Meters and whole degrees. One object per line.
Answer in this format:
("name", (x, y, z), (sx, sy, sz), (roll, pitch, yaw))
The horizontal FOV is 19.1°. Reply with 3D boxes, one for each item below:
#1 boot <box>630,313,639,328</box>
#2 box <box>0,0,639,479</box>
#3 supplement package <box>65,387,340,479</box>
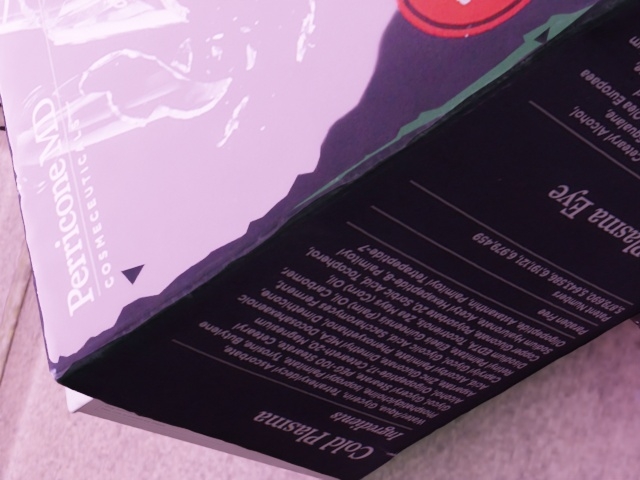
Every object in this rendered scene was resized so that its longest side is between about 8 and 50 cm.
("boot", (0.227, 0.019, 0.819), (0.198, 0.077, 0.137), (36, 97, 34))
("box", (0.037, -0.137, 0.723), (0.312, 0.179, 0.343), (-34, 53, 26))
("supplement package", (0.000, 0.000, 0.965), (0.203, 0.194, 0.149), (-36, 52, 31))
